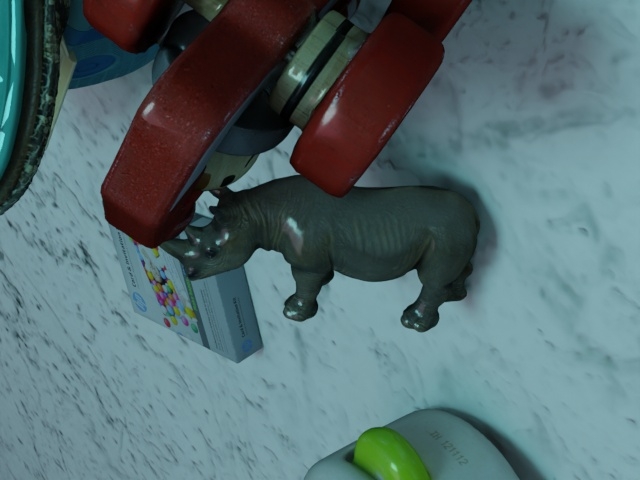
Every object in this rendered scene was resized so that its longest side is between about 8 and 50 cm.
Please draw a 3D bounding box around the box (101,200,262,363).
[{"bbox_3d":[-0.146,0.033,1.147,0.186,0.038,0.145,21,132,44],"label":"box"}]

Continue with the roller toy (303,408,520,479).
[{"bbox_3d":[0.087,0.246,0.917,0.191,0.146,0.209,61,154,13],"label":"roller toy"}]

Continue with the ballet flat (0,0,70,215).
[{"bbox_3d":[-0.242,-0.259,0.680,0.164,0.182,0.482,-6,111,19],"label":"ballet flat"}]

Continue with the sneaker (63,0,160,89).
[{"bbox_3d":[-0.196,-0.267,0.910,0.208,0.127,0.319,67,155,9],"label":"sneaker"}]

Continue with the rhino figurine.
[{"bbox_3d":[0.000,0.000,0.790,0.073,0.243,0.106,-96,13,-52],"label":"rhino figurine"}]

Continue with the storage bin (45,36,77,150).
[{"bbox_3d":[-0.312,-0.210,0.898,0.262,0.123,0.260,68,157,6],"label":"storage bin"}]

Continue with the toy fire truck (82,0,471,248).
[{"bbox_3d":[-0.035,-0.108,0.667,0.169,0.302,0.254,34,142,-2],"label":"toy fire truck"}]
